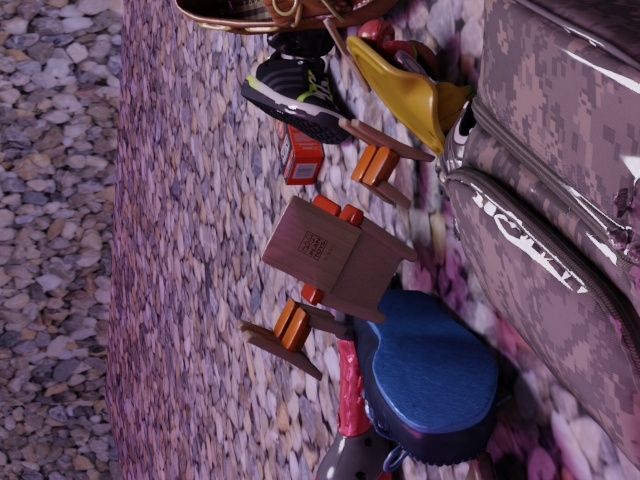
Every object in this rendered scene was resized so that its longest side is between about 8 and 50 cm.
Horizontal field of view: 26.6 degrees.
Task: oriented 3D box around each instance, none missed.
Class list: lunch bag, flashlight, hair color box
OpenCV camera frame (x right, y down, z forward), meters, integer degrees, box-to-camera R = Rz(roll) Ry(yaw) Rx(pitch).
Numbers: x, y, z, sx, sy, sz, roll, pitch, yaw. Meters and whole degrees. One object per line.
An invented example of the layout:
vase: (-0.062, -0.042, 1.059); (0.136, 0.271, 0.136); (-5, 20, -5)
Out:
lunch bag: (0.209, -0.003, 0.783); (0.305, 0.213, 0.256); (-126, 37, -60)
flashlight: (0.037, 0.185, 1.565); (0.103, 0.103, 0.304); (-158, 66, -73)
hair color box: (-0.034, -0.153, 1.874); (0.072, 0.043, 0.141); (111, 153, -54)

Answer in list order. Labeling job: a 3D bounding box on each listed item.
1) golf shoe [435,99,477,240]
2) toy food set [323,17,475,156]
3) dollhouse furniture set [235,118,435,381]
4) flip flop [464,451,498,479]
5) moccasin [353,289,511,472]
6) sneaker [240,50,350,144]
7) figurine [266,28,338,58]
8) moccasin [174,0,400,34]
golf shoe: (0.152, -0.054, 1.202); (0.198, 0.077, 0.094); (-117, 30, -53)
toy food set: (0.092, -0.171, 1.371); (0.128, 0.071, 0.218); (54, 177, -40)
dollhouse furniture set: (0.000, 0.000, 1.387); (0.262, 0.135, 0.259); (-63, 11, 2)
flip flop: (0.121, 0.297, 1.331); (0.277, 0.080, 0.112); (116, 148, -58)
moccasin: (0.107, 0.148, 1.331); (0.342, 0.138, 0.116); (-98, 7, -73)
sneaker: (-0.025, -0.201, 1.765); (0.097, 0.084, 0.235); (-56, 39, -2)
figurine: (-0.009, -0.378, 1.718); (0.209, 0.092, 0.215); (119, 147, -44)
moccasin: (-0.031, -0.309, 1.543); (0.380, 0.147, 0.139); (5, 102, 50)
